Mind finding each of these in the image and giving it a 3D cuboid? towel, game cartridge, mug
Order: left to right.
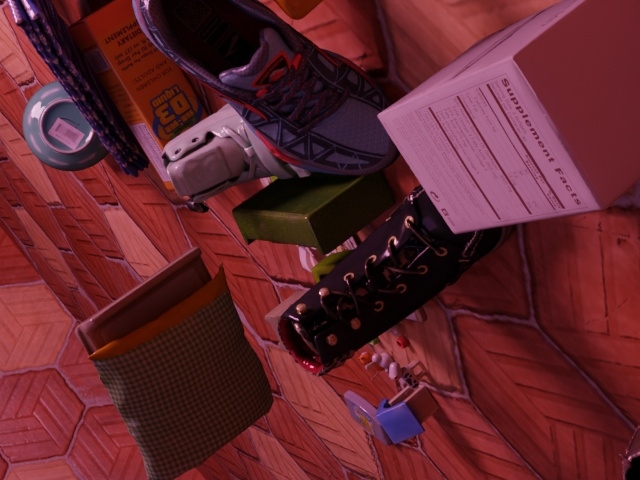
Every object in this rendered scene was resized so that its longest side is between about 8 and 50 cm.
[{"bbox_3d":[-0.313,-0.245,1.348,0.243,0.040,0.336,60,178,30],"label":"towel"},{"bbox_3d":[-0.336,-0.164,1.548,0.097,0.157,0.130,-134,30,-79],"label":"mug"},{"bbox_3d":[0.064,0.239,1.504,0.083,0.017,0.056,33,148,42],"label":"game cartridge"}]

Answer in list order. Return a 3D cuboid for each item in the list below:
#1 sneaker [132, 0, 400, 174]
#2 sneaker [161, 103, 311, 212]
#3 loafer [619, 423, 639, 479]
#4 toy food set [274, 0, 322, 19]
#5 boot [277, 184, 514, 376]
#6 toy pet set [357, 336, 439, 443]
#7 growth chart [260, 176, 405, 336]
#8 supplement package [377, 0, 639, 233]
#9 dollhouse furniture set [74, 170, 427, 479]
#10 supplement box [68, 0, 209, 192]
[{"bbox_3d":[-0.044,-0.129,0.893,0.262,0.104,0.125,32,-171,-12],"label":"sneaker"},{"bbox_3d":[-0.060,-0.078,1.062,0.256,0.151,0.094,9,131,60],"label":"sneaker"},{"bbox_3d":[0.315,0.147,0.646,0.134,0.130,0.366,55,160,-6],"label":"loafer"},{"bbox_3d":[-0.037,-0.260,0.846,0.111,0.104,0.232,49,-178,-29],"label":"toy food set"},{"bbox_3d":[0.059,0.027,0.933,0.085,0.178,0.236,50,160,9],"label":"boot"},{"bbox_3d":[0.076,0.173,1.298,0.114,0.065,0.122,57,160,-10],"label":"toy pet set"},{"bbox_3d":[0.000,0.000,1.246,0.237,0.021,0.172,61,158,-15],"label":"growth chart"},{"bbox_3d":[0.135,-0.080,0.703,0.105,0.105,0.179,56,159,-9],"label":"supplement package"},{"bbox_3d":[-0.054,0.087,1.063,0.151,0.301,0.198,6,127,54],"label":"dollhouse furniture set"},{"bbox_3d":[-0.199,-0.173,1.314,0.080,0.078,0.233,6,130,61],"label":"supplement box"}]
